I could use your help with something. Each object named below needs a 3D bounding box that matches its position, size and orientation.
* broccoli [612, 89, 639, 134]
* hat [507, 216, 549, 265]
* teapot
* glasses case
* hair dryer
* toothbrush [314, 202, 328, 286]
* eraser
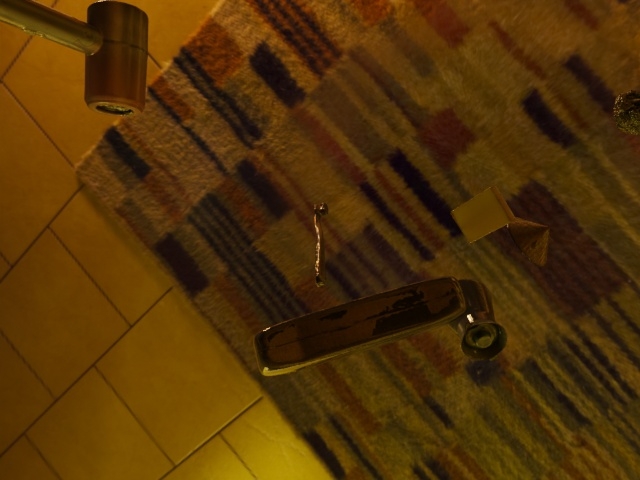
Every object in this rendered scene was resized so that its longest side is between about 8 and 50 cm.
[{"bbox_3d":[0.810,-0.327,1.326,0.131,0.130,0.120,45,138,-3],"label":"broccoli"},{"bbox_3d":[0.528,-0.016,1.271,0.146,0.146,0.067,51,127,3],"label":"hat"},{"bbox_3d":[0.447,0.239,1.524,0.171,0.225,0.203,-31,115,12],"label":"teapot"},{"bbox_3d":[0.058,0.132,0.804,0.324,0.131,0.074,-15,73,-7],"label":"glasses case"},{"bbox_3d":[-0.150,-0.115,0.297,0.037,0.114,0.063,0,87,33],"label":"hair dryer"},{"bbox_3d":[0.000,0.000,1.091,0.031,0.297,0.030,-21,120,13],"label":"toothbrush"},{"bbox_3d":[0.394,-0.062,1.273,0.122,0.045,0.097,-34,82,39],"label":"eraser"}]
